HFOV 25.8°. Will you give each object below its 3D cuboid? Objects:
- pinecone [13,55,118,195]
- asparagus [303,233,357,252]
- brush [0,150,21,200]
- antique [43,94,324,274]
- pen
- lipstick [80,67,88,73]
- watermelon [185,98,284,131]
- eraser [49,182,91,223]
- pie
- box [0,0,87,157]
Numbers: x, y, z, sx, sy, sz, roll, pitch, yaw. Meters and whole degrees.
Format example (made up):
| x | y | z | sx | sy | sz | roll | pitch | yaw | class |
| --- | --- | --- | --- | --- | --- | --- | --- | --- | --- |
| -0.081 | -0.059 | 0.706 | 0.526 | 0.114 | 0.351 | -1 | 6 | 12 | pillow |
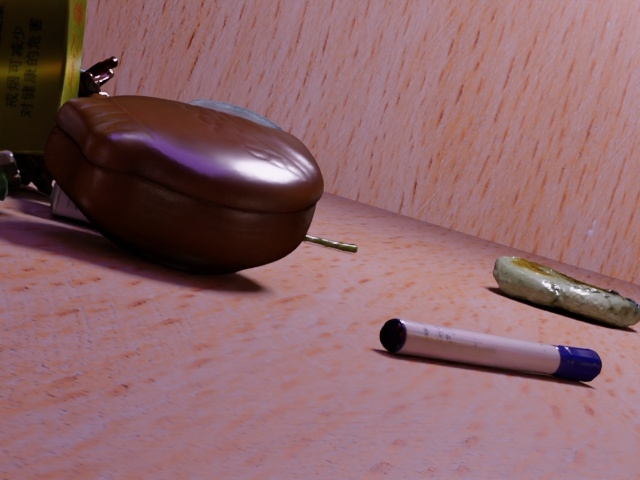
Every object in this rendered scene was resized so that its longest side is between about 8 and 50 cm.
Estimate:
| x | y | z | sx | sy | sz | roll | pitch | yaw | class |
| --- | --- | --- | --- | --- | --- | --- | --- | --- | --- |
| -0.329 | -0.159 | 1.599 | 0.229 | 0.201 | 0.202 | 35 | -3 | 1 | pinecone |
| 0.000 | 0.000 | 1.991 | 0.114 | 0.014 | 0.015 | 15 | 26 | -22 | asparagus |
| -0.336 | -0.063 | 1.426 | 0.054 | 0.048 | 0.282 | 12 | -2 | -10 | brush |
| -0.126 | -0.056 | 1.342 | 0.278 | 0.129 | 0.223 | 3 | 27 | -43 | antique |
| 0.157 | 0.099 | 1.247 | 0.269 | 0.033 | 0.033 | 12 | 6 | -41 | pen |
| -0.471 | -0.242 | 1.905 | 0.317 | 0.066 | 0.068 | 15 | 6 | -7 | lipstick |
| -0.157 | -0.079 | 1.948 | 0.226 | 0.148 | 0.318 | -5 | 27 | -22 | watermelon |
| -0.180 | -0.037 | 1.496 | 0.210 | 0.068 | 0.124 | 15 | 2 | -14 | eraser |
| 0.366 | 0.078 | 2.095 | 0.240 | 0.054 | 0.240 | 18 | 6 | -2 | pie |
| -0.391 | -0.177 | 1.416 | 0.311 | 0.173 | 0.043 | 4 | -3 | 17 | box |
